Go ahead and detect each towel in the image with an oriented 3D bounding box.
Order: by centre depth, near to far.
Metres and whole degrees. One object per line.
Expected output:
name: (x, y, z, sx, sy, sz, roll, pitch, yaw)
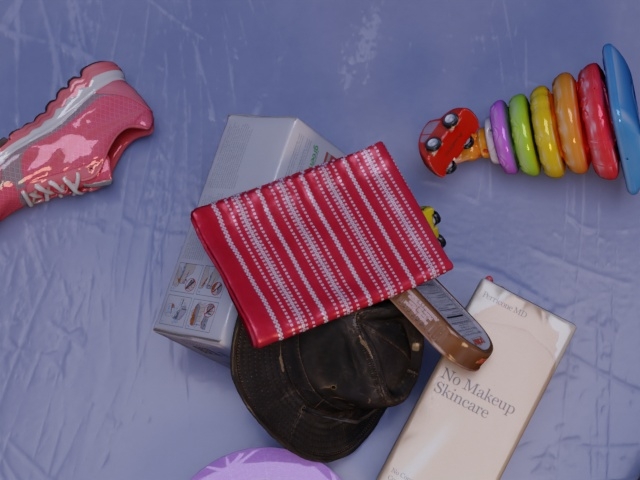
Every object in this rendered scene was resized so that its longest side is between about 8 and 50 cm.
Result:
towel: (0.000, 0.000, 1.692, 0.275, 0.031, 0.199, -21, 70, -17)

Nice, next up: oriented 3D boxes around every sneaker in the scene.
sneaker: (-0.359, -0.107, 1.923, 0.136, 0.116, 0.314, 43, 79, 8)

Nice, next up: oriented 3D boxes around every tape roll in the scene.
tape roll: (-0.070, 0.410, 1.806, 0.274, 0.090, 0.275, 0, 76, -1)

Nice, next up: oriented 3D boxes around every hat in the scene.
hat: (0.044, 0.132, 1.757, 0.134, 0.331, 0.331, 3, 71, 43)

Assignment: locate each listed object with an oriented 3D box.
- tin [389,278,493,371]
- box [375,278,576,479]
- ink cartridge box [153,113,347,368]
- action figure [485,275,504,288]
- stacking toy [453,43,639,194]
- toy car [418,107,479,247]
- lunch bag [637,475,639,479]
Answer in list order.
tin: (0.139, 0.084, 1.737, 0.190, 0.106, 0.040, 47, 113, 18)
box: (0.201, 0.221, 1.822, 0.148, 0.121, 0.311, 26, 83, 8)
ink cartridge box: (-0.045, 0.029, 1.856, 0.130, 0.272, 0.309, 6, 72, 41)
action figure: (0.247, 0.104, 1.915, 0.038, 0.030, 0.115, -14, 83, -8)
stacking toy: (0.290, -0.146, 1.932, 0.302, 0.175, 0.166, -11, 46, 15)
toy car: (0.099, -0.071, 1.857, 0.053, 0.225, 0.239, 28, 111, 44)
lunch bag: (0.482, 0.383, 1.723, 0.212, 0.256, 0.305, 35, 81, 7)
